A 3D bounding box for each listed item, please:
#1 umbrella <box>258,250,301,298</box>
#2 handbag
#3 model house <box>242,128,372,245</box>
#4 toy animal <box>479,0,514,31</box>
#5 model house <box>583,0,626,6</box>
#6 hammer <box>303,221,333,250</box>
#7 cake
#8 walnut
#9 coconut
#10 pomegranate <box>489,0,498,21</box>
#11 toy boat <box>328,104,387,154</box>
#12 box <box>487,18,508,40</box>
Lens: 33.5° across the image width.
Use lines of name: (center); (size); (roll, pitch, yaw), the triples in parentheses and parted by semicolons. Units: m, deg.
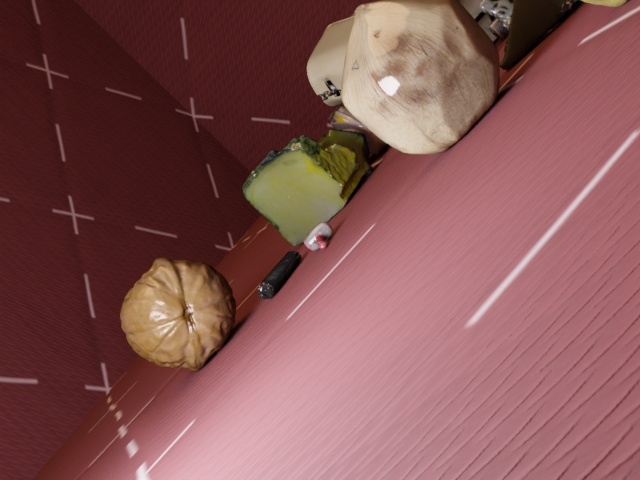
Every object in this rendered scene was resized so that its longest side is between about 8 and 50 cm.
umbrella: (-0.066, 0.055, 1.781); (0.036, 0.031, 0.133); (-12, 23, 29)
handbag: (0.164, -0.401, 2.158); (0.358, 0.160, 0.237); (-8, 35, 46)
model house: (-0.010, -0.139, 2.056); (0.194, 0.170, 0.211); (-44, 5, 41)
toy animal: (0.382, -0.521, 1.935); (0.255, 0.170, 0.090); (-45, -15, 20)
model house: (0.368, -0.412, 1.149); (0.321, 0.261, 0.266); (93, -167, -73)
hammer: (0.000, 0.000, 1.719); (0.052, 0.031, 0.083); (-48, 16, 7)
cake: (0.319, -0.408, 1.561); (0.283, 0.172, 0.158); (-45, 3, 32)
walnut: (-0.238, 0.123, 1.786); (0.213, 0.213, 0.213); (-45, 6, 6)
coconut: (0.125, -0.232, 1.429); (0.224, 0.224, 0.224); (-45, 6, 6)
pomegranate: (0.327, -0.595, 2.290); (0.307, 0.307, 0.307); (-45, 6, 6)
toy boat: (0.070, -0.222, 2.261); (0.141, 0.141, 0.269); (-44, 8, 14)
box: (0.400, -0.462, 1.996); (0.207, 0.041, 0.050); (-45, 9, 10)
